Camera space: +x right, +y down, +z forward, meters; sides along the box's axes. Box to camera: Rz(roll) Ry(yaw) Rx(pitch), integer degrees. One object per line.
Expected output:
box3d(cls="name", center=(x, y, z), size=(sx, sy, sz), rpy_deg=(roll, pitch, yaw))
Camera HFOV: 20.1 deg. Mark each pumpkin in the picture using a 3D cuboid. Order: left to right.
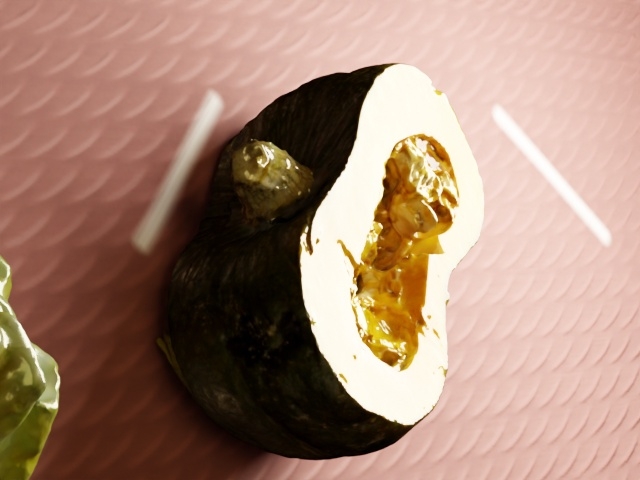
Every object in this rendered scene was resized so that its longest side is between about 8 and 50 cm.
box3d(cls="pumpkin", center=(0.000, 0.000, 1.311), size=(0.222, 0.139, 0.317), rpy_deg=(45, 46, -28))

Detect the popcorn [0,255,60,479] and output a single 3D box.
box3d(cls="popcorn", center=(-0.237, 0.077, 1.012), size=(0.185, 0.167, 0.187), rpy_deg=(62, -1, 30))
